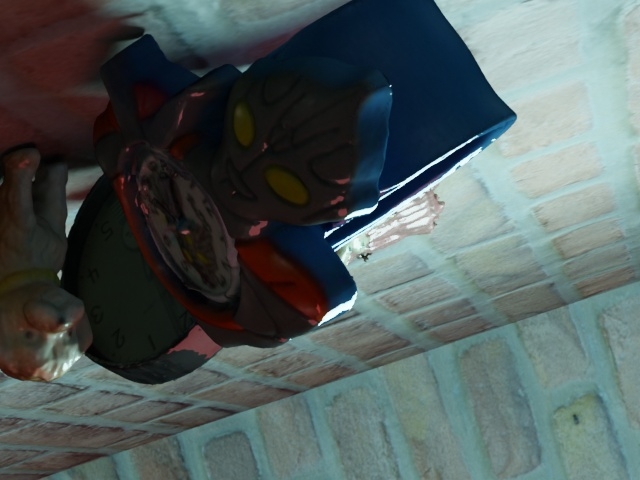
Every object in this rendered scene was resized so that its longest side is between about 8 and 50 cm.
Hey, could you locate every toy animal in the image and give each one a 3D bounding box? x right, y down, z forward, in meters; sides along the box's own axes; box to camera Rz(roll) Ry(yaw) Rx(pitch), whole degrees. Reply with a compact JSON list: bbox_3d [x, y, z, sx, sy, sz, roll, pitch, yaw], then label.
[{"bbox_3d":[-0.276,0.040,1.372,0.184,0.185,0.104,-21,169,19],"label":"toy animal"}]

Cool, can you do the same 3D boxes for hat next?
[{"bbox_3d":[0.000,0.000,1.776,0.286,0.107,0.236,-22,158,0],"label":"hat"}]

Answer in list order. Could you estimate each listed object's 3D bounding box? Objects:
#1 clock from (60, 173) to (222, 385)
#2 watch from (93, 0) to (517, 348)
[{"bbox_3d":[-0.132,0.011,1.383,0.215,0.215,0.042,-24,146,32],"label":"clock"},{"bbox_3d":[0.012,-0.086,1.197,0.274,0.241,0.305,-30,177,-35],"label":"watch"}]
